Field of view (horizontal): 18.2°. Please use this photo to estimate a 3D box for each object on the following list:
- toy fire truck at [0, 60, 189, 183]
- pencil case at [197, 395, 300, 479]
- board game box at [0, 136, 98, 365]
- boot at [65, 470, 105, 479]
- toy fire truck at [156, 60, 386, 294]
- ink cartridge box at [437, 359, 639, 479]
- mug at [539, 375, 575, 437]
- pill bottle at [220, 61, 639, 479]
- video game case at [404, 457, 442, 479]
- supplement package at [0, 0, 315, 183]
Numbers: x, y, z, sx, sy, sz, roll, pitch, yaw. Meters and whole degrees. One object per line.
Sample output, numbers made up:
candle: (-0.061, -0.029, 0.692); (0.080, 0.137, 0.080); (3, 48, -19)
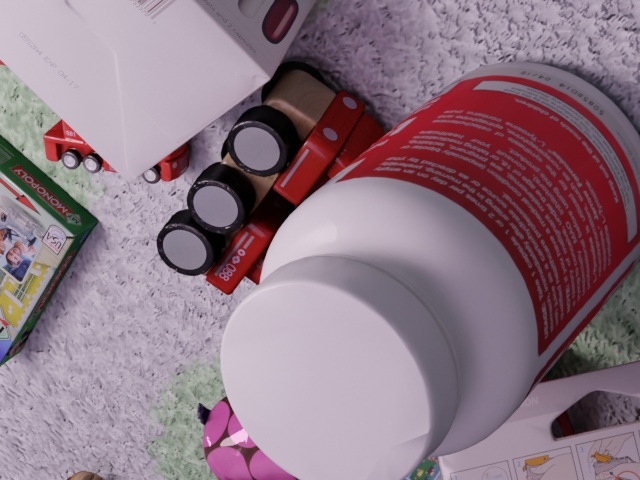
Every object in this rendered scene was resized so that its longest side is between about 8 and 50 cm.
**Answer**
toy fire truck: (-0.218, -0.133, 1.891); (0.192, 0.047, 0.135); (10, 123, 20)
pencil case: (-0.015, 0.188, 1.918); (0.209, 0.098, 0.095); (-2, 153, 35)
board game box: (-0.398, -0.044, 2.061); (0.317, 0.046, 0.213); (40, 127, 7)
boot: (-0.295, 0.361, 2.175); (0.207, 0.090, 0.248); (-2, 116, 29)
toy fire truck: (0.000, 0.000, 1.795); (0.246, 0.158, 0.217); (35, 127, -4)
ink cartridge box: (0.261, 0.240, 1.716); (0.296, 0.066, 0.261); (-13, 83, 3)
mug: (0.156, 0.161, 1.817); (0.113, 0.150, 0.169); (-128, 43, -51)
pill bottle: (0.096, 0.026, 1.573); (0.229, 0.408, 0.229); (13, 119, 25)
video game case: (0.077, 0.240, 1.792); (0.143, 0.019, 0.157); (34, 116, 8)
supplement package: (-0.172, -0.222, 1.736); (0.262, 0.145, 0.204); (44, 130, -16)
